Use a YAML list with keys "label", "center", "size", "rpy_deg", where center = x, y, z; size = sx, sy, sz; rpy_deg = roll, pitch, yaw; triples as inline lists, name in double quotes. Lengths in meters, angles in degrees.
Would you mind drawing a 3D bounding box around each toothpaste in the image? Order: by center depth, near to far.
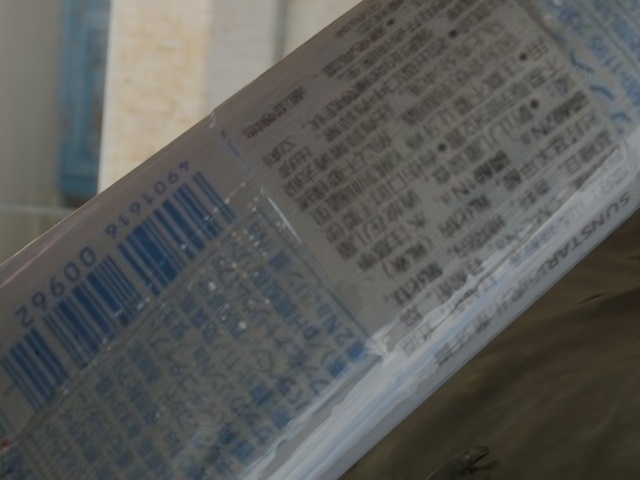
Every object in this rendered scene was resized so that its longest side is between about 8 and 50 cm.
- label: "toothpaste"
  center: [0.000, 0.000, 0.339]
  size: [0.089, 0.234, 0.057]
  rpy_deg: [49, 174, 33]

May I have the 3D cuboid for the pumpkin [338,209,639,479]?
- label: "pumpkin"
  center: [0.191, 0.138, 0.607]
  size: [0.454, 0.344, 0.454]
  rpy_deg: [-16, -165, 4]
